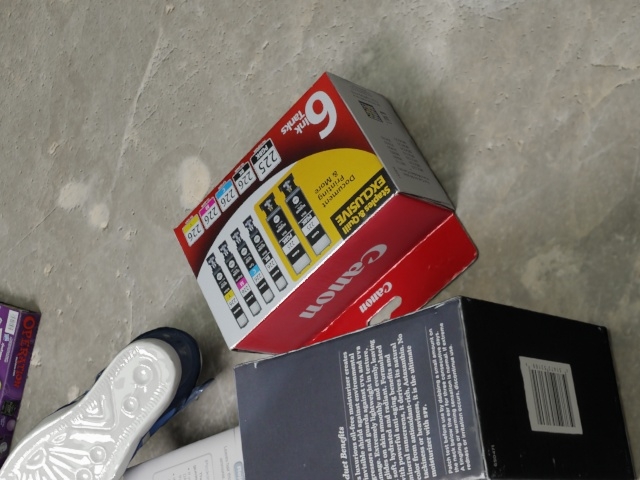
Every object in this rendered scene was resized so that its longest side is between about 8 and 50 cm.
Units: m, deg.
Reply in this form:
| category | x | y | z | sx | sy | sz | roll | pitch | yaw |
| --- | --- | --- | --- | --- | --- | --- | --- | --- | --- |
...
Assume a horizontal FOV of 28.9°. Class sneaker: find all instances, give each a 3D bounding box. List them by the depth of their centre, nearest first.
| category | x | y | z | sx | sy | sz | roll | pitch | yaw |
| --- | --- | --- | --- | --- | --- | --- | --- | --- | --- |
| sneaker | -0.282 | 0.250 | 1.673 | 0.130 | 0.236 | 0.323 | 42 | 93 | 5 |

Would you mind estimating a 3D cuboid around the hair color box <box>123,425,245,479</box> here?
| category | x | y | z | sx | sy | sz | roll | pitch | yaw |
| --- | --- | --- | --- | --- | --- | --- | --- | --- | --- |
| hair color box | -0.075 | 0.329 | 1.545 | 0.374 | 0.113 | 0.185 | -26 | 65 | 35 |

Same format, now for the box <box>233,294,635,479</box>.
| category | x | y | z | sx | sy | sz | roll | pitch | yaw |
| --- | --- | --- | --- | --- | --- | --- | --- | --- | --- |
| box | 0.119 | 0.193 | 1.291 | 0.294 | 0.296 | 0.182 | -20 | 69 | 37 |

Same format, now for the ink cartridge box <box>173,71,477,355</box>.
| category | x | y | z | sx | sy | sz | roll | pitch | yaw |
| --- | --- | --- | --- | --- | --- | --- | --- | --- | --- |
| ink cartridge box | 0.000 | 0.000 | 1.544 | 0.309 | 0.130 | 0.272 | -45 | 57 | 24 |

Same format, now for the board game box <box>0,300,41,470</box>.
| category | x | y | z | sx | sy | sz | roll | pitch | yaw |
| --- | --- | --- | --- | --- | --- | --- | --- | --- | --- |
| board game box | -0.570 | 0.266 | 2.023 | 0.208 | 0.056 | 0.347 | 12 | 88 | 37 |
